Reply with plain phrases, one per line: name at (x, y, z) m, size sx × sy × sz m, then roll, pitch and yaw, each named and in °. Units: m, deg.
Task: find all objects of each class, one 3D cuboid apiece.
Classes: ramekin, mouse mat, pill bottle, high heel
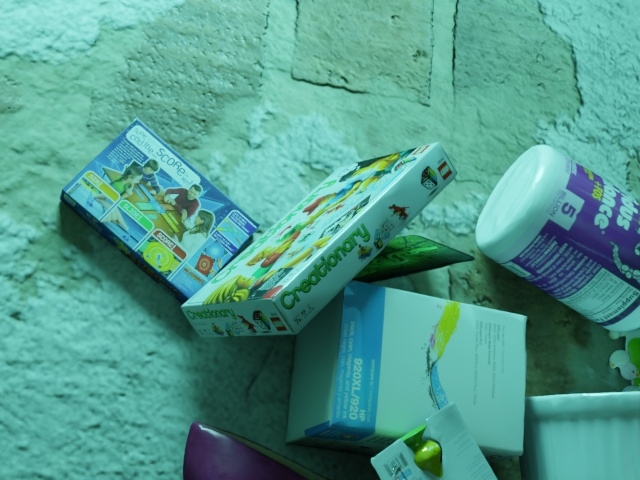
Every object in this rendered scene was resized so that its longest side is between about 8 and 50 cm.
ramekin at (0.365, 0.250, 1.190) m, size 0.277 × 0.277 × 0.135 m, roll 2°, pitch 79°, yaw -20°
mouse mat at (0.074, 0.023, 1.235) m, size 0.190 × 0.153 × 0.007 m, roll -12°, pitch 107°, yaw -23°
pill bottle at (0.371, 0.016, 1.328) m, size 0.302 × 0.169 × 0.169 m, roll 30°, pitch 64°, yaw -8°
high heel at (0.038, 0.266, 1.132) m, size 0.377 × 0.127 × 0.181 m, roll -7°, pitch 85°, yaw -19°

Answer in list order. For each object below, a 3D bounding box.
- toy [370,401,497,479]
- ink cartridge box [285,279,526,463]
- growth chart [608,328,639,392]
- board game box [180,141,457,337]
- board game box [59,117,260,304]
toy at (0.143, 0.303, 1.040) m, size 0.137 × 0.056 × 0.237 m, roll -26°, pitch 87°, yaw -40°
ink cartridge box at (0.099, 0.164, 1.172) m, size 0.233 × 0.171 × 0.168 m, roll 12°, pitch 69°, yaw -16°
growth chart at (0.493, 0.219, 1.384) m, size 0.172 × 0.021 × 0.237 m, roll -12°, pitch 75°, yaw -23°
board game box at (0.000, 0.000, 1.168) m, size 0.305 × 0.193 × 0.053 m, roll -43°, pitch 109°, yaw -32°
board game box at (-0.191, -0.034, 1.212) m, size 0.201 × 0.035 × 0.136 m, roll 42°, pitch 63°, yaw -2°
